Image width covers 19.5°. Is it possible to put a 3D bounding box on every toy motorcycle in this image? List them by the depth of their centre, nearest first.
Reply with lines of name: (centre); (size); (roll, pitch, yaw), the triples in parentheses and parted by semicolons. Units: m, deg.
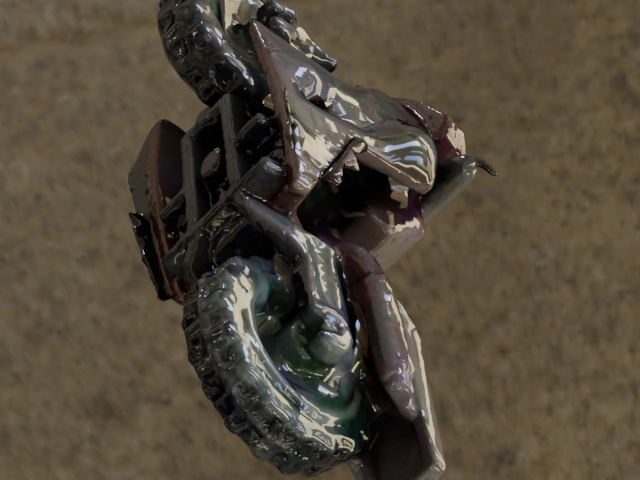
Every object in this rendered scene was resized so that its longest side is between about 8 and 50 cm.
toy motorcycle: (-0.001, 0.001, 0.588); (0.082, 0.122, 0.213); (-46, 31, 29)
